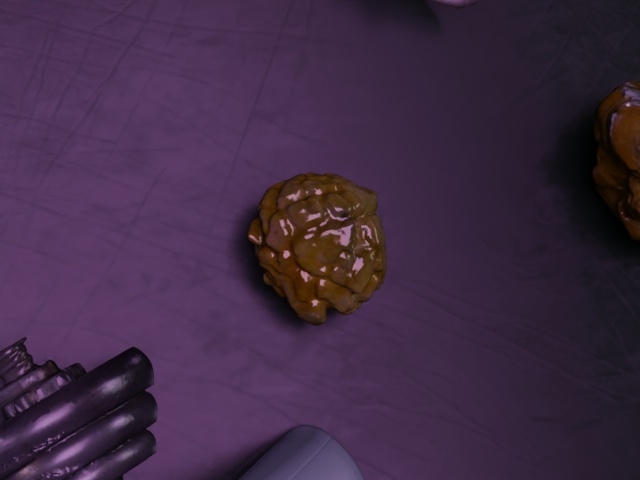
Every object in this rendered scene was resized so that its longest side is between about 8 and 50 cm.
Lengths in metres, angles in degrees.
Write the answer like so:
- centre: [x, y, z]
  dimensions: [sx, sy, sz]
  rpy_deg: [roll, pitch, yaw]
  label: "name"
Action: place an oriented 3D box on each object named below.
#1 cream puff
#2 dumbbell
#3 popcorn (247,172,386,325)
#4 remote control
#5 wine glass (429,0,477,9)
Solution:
- centre: [0.286, -0.057, 1.378]
  dimensions: [0.121, 0.156, 0.156]
  rpy_deg: [9, 80, 21]
  label: "cream puff"
- centre: [-0.128, 0.253, 1.226]
  dimensions: [0.179, 0.179, 0.406]
  rpy_deg: [-32, 89, -14]
  label: "dumbbell"
- centre: [0.000, 0.000, 1.327]
  dimensions: [0.121, 0.116, 0.106]
  rpy_deg: [32, 34, -9]
  label: "popcorn"
- centre: [-0.020, 0.211, 1.212]
  dimensions: [0.051, 0.293, 0.103]
  rpy_deg: [-31, 90, 19]
  label: "remote control"
- centre: [0.150, -0.355, 1.381]
  dimensions: [0.143, 0.143, 0.321]
  rpy_deg: [33, 78, -6]
  label: "wine glass"
